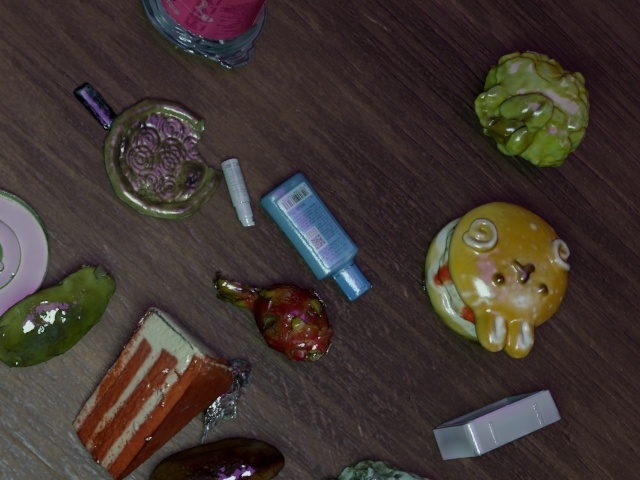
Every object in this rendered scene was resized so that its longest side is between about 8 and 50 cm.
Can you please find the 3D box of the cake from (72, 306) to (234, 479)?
[{"bbox_3d":[-0.275,0.256,1.550,0.158,0.159,0.262,41,99,23],"label":"cake"}]

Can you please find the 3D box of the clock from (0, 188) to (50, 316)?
[{"bbox_3d":[-0.571,0.022,1.535,0.235,0.029,0.235,5,75,-19],"label":"clock"}]

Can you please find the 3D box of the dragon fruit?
[{"bbox_3d":[-0.086,0.125,1.646,0.246,0.125,0.125,24,38,8],"label":"dragon fruit"}]

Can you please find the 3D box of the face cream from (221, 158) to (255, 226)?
[{"bbox_3d":[-0.151,-0.086,1.713,0.034,0.034,0.130,-15,81,-23],"label":"face cream"}]

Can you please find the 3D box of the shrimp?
[{"bbox_3d":[-0.169,0.281,1.602,0.065,0.056,0.165,28,71,-18],"label":"shrimp"}]

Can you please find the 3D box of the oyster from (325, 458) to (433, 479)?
[{"bbox_3d":[0.110,0.471,1.604,0.268,0.112,0.198,-21,65,-28],"label":"oyster"}]

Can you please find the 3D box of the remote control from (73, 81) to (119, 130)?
[{"bbox_3d":[-0.405,-0.245,1.672,0.039,0.014,0.096,-42,94,-24],"label":"remote control"}]

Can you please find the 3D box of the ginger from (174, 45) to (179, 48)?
[{"bbox_3d":[-0.294,-0.407,1.747,0.048,0.030,0.097,-12,84,-43],"label":"ginger"}]

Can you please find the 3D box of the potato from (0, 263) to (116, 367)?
[{"bbox_3d":[-0.436,0.125,1.519,0.225,0.090,0.117,-36,128,-19],"label":"potato"}]

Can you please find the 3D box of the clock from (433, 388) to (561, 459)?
[{"bbox_3d":[0.327,0.342,1.715,0.197,0.150,0.063,-17,81,-23],"label":"clock"}]

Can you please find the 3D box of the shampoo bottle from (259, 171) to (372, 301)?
[{"bbox_3d":[0.000,0.000,1.731,0.104,0.061,0.258,-37,91,-25],"label":"shampoo bottle"}]

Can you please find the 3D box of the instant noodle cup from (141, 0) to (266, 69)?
[{"bbox_3d":[-0.188,-0.494,1.706,0.258,0.181,0.302,-39,91,-33],"label":"instant noodle cup"}]

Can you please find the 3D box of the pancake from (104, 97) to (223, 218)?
[{"bbox_3d":[-0.288,-0.149,1.682,0.212,0.029,0.235,-22,85,-24],"label":"pancake"}]

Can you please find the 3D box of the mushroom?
[{"bbox_3d":[-0.163,0.449,1.540,0.227,0.148,0.217,-9,98,-12],"label":"mushroom"}]

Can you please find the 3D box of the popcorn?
[{"bbox_3d":[0.445,-0.272,1.901,0.255,0.195,0.256,-21,85,-33],"label":"popcorn"}]

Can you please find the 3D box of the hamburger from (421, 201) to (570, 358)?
[{"bbox_3d":[0.341,0.077,1.771,0.261,0.186,0.302,26,72,-11],"label":"hamburger"}]
